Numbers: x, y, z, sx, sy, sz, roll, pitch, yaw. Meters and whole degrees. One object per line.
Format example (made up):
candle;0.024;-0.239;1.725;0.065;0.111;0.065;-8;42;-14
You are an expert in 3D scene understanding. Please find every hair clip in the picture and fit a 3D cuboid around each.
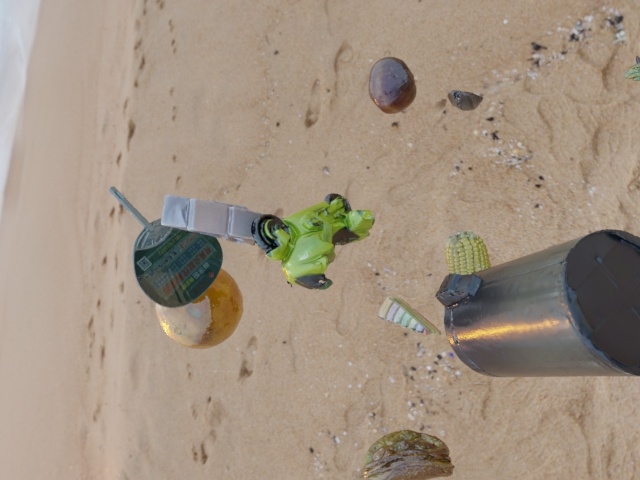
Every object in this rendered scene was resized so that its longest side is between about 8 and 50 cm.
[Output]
hair clip;-0.201;-0.041;0.926;0.101;0.330;0.085;8;86;25

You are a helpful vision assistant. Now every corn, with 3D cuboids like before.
corn;0.519;0.155;1.415;0.143;0.144;0.388;-12;90;39

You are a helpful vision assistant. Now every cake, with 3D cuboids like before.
cake;0.326;0.274;1.517;0.225;0.109;0.090;17;90;41

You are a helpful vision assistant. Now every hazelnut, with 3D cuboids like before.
hazelnut;0.267;-0.584;1.567;0.177;0.178;0.204;-15;91;39

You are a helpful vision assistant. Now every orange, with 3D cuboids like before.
orange;-0.361;0.197;1.252;0.261;0.261;0.261;-5;82;40

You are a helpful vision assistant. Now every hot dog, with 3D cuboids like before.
hot dog;0.259;0.661;1.266;0.196;0.272;0.122;131;138;-82

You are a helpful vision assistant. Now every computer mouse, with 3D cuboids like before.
computer mouse;0.401;-0.388;1.163;0.079;0.135;0.047;23;107;35

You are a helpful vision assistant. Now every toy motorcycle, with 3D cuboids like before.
toy motorcycle;0.002;-0.001;0.983;0.142;0.342;0.206;-21;93;43

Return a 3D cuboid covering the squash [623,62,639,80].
squash;0.930;-0.443;1.029;0.287;0.137;0.137;8;91;30

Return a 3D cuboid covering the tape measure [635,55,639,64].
tape measure;1.005;-0.374;1.118;0.097;0.215;0.352;-25;94;-5

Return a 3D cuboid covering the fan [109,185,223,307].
fan;-0.357;0.032;0.937;0.012;0.294;0.223;-23;50;45

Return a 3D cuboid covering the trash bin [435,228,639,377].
trash bin;0.362;0.116;0.672;0.203;0.252;0.301;-54;2;-22
